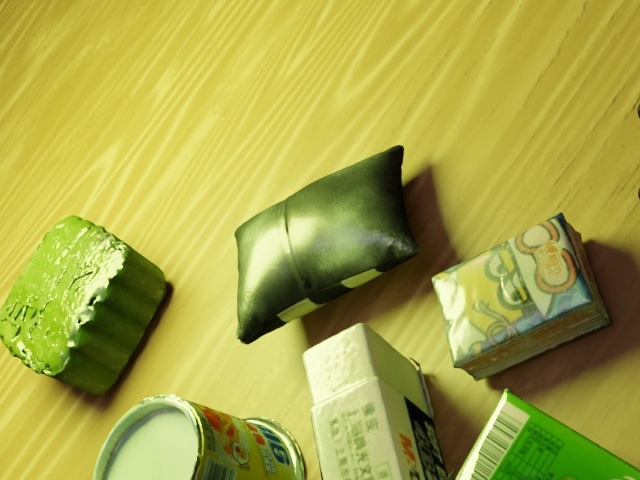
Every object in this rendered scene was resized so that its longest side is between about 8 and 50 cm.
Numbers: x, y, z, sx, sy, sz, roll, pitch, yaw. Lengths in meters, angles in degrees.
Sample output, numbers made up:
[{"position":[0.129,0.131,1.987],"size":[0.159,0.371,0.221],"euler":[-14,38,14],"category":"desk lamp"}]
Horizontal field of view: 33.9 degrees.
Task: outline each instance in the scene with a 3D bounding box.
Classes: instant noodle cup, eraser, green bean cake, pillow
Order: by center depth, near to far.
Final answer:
[{"position":[0.066,0.231,1.002],"size":[0.086,0.130,0.287],"euler":[-30,46,21],"category":"eraser"},{"position":[-0.139,0.267,1.138],"size":[0.205,0.153,0.205],"euler":[-20,53,29],"category":"instant noodle cup"},{"position":[0.000,0.000,1.226],"size":[0.250,0.106,0.186],"euler":[-29,40,21],"category":"pillow"},{"position":[-0.327,0.089,1.443],"size":[0.200,0.113,0.214],"euler":[26,82,44],"category":"green bean cake"}]

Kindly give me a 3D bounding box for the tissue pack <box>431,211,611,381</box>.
[{"position":[0.196,0.057,1.049],"size":[0.155,0.065,0.115],"euler":[-30,48,24],"category":"tissue pack"}]

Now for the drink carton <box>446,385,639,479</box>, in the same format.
[{"position":[0.240,0.239,0.826],"size":[0.271,0.161,0.108],"euler":[30,86,49],"category":"drink carton"}]

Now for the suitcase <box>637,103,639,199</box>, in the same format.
[{"position":[0.412,0.011,0.757],"size":[0.335,0.152,0.229],"euler":[-5,60,14],"category":"suitcase"}]
